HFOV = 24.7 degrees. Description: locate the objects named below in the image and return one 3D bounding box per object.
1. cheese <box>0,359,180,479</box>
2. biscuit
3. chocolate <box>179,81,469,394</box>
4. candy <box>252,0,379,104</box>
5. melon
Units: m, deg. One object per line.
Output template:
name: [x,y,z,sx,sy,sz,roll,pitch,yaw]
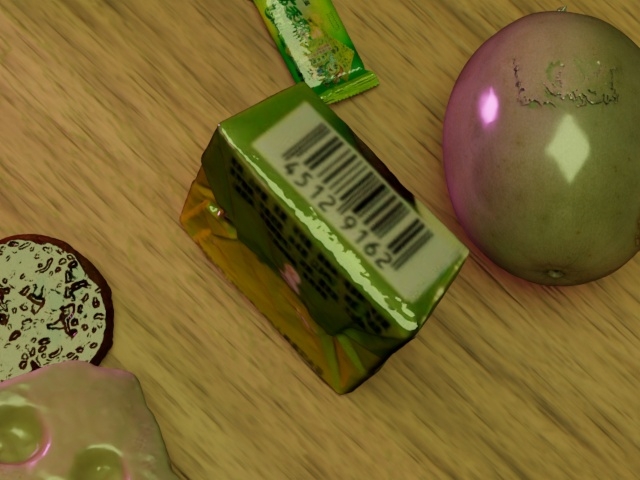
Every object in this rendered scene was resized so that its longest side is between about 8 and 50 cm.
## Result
cheese: [-0.278,0.282,1.558,0.318,0.115,0.326,27,59,9]
biscuit: [-0.330,0.087,1.685,0.192,0.049,0.192,1,84,-9]
chocolate: [0.000,0.000,1.622,0.137,0.289,0.301,-40,84,-23]
candy: [-0.010,-0.250,1.799,0.102,0.032,0.178,-25,81,-11]
melon: [0.274,-0.116,1.680,0.268,0.268,0.330,8,69,-4]
